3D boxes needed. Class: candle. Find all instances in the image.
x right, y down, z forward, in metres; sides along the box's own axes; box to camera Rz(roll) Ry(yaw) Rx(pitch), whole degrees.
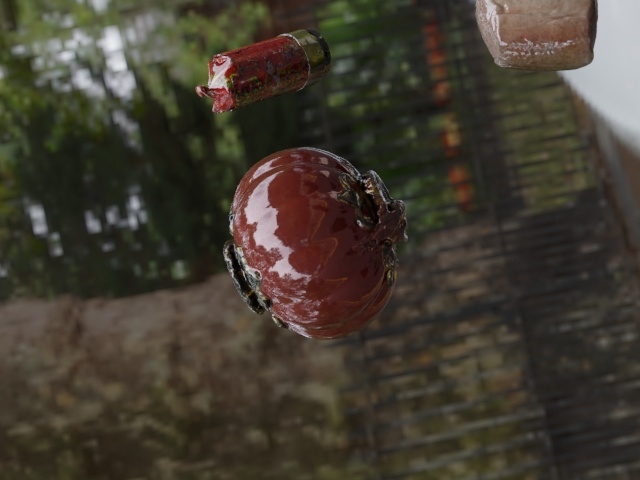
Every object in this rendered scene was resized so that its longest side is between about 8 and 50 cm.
[{"bbox_3d":[-0.053,-0.141,1.418,0.052,0.131,0.052,23,123,40],"label":"candle"}]

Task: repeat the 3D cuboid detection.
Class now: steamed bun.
[{"bbox_3d":[0.259,-0.275,2.020,0.106,0.145,0.175,72,-163,-54],"label":"steamed bun"}]

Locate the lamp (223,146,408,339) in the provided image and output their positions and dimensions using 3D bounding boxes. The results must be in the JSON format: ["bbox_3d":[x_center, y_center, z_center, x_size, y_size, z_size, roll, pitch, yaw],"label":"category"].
[{"bbox_3d":[0.000,0.000,1.902,0.227,0.227,0.227,-11,-90,-86],"label":"lamp"}]
